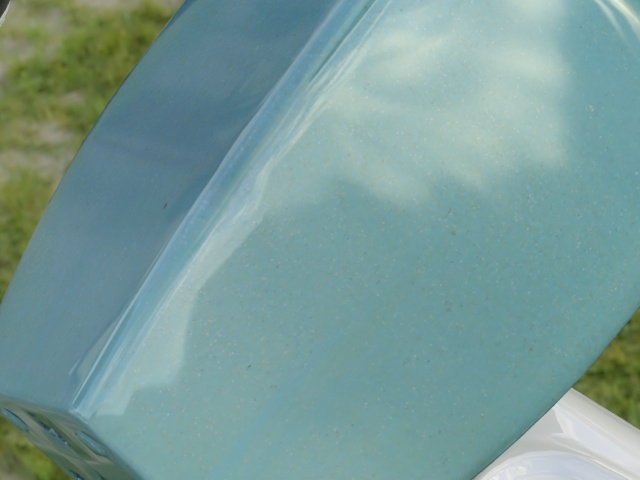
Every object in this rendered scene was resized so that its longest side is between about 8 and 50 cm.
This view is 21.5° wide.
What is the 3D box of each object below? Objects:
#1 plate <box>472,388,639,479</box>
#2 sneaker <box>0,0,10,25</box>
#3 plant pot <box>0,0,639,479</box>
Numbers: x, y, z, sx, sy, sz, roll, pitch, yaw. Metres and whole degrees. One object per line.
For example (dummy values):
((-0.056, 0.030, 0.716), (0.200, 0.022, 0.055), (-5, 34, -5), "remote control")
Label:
((0.104, 0.197, 0.590), (0.277, 0.045, 0.278), (30, 66, 13), "plate")
((-0.226, -0.219, 1.060), (0.101, 0.268, 0.153), (28, 23, 2), "sneaker")
((0.000, 0.000, 0.606), (0.234, 0.166, 0.165), (-51, 23, -20), "plant pot")
